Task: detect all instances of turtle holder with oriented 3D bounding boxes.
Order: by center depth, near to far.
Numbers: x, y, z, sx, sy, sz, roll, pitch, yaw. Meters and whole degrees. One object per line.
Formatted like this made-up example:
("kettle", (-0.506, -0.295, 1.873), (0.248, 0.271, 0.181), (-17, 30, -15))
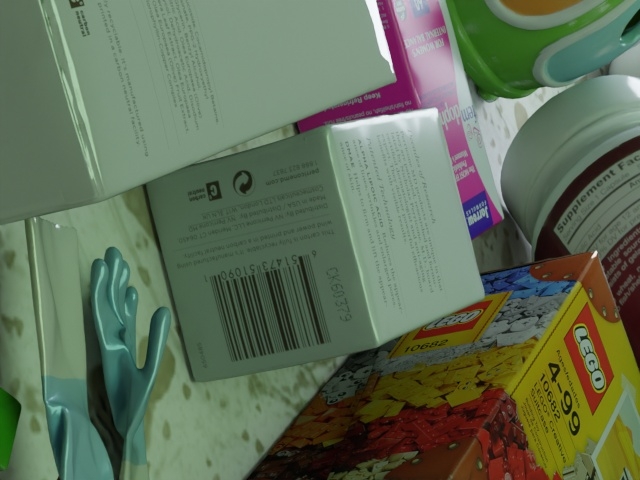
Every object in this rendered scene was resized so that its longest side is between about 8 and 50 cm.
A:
("turtle holder", (0.227, -0.248, 1.730), (0.320, 0.227, 0.243), (36, 48, -50))

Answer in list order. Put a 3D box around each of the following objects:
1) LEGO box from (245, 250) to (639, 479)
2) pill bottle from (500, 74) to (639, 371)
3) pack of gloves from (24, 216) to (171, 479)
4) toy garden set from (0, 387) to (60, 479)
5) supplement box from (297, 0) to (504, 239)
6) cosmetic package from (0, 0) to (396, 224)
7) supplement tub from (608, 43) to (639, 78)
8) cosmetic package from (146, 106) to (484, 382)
("LEGO box", (0.157, 0.319, 1.414), (0.372, 0.193, 0.500), (-46, 119, -56))
("pill bottle", (0.325, 0.035, 1.653), (0.224, 0.224, 0.392), (46, 10, -44))
("pack of gloves", (-0.116, 0.106, 1.101), (0.195, 0.046, 0.232), (41, 42, -78))
("toy garden set", (-0.205, 0.193, 0.980), (0.204, 0.049, 0.244), (46, 41, -41))
("supplement box", (0.053, -0.098, 1.484), (0.111, 0.114, 0.220), (-30, 107, -61))
("cosmetic package", (-0.125, -0.116, 1.090), (0.365, 0.197, 0.155), (-26, 102, -59))
("supplement tub", (0.459, -0.125, 2.077), (0.241, 0.241, 0.331), (-13, 91, -61))
("cosmetic package", (0.000, 0.000, 1.308), (0.184, 0.151, 0.151), (-17, 94, -62))
